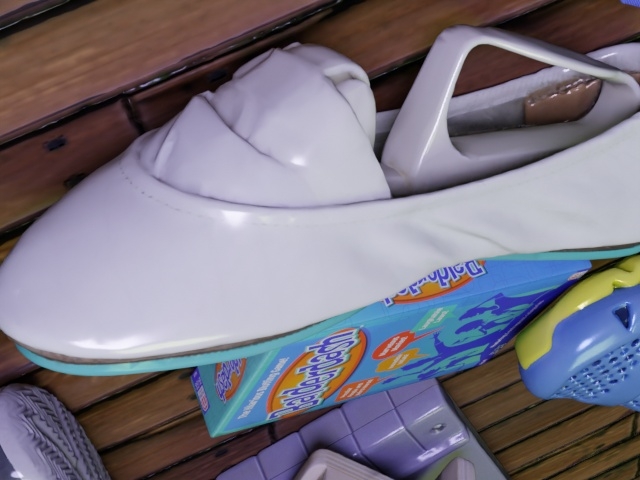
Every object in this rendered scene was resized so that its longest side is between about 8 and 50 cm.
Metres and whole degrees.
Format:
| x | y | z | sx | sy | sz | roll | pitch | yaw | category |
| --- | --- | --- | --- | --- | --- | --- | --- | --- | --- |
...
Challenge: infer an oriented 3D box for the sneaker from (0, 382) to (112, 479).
| x | y | z | sx | sy | sz | roll | pitch | yaw | category |
| --- | --- | --- | --- | --- | --- | --- | --- | --- | --- |
| -0.205 | 0.212 | 0.750 | 0.180 | 0.124 | 0.321 | -23 | 147 | -9 | sneaker |

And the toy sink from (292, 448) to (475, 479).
| x | y | z | sx | sy | sz | roll | pitch | yaw | category |
| --- | --- | --- | --- | --- | --- | --- | --- | --- | --- |
| 0.016 | 0.250 | 0.840 | 0.131 | 0.234 | 0.152 | 27 | 122 | -10 | toy sink |

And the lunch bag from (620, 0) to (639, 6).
| x | y | z | sx | sy | sz | roll | pitch | yaw | category |
| --- | --- | --- | --- | --- | --- | --- | --- | --- | --- |
| 0.226 | -0.169 | 0.574 | 0.151 | 0.096 | 0.128 | -4 | 145 | -9 | lunch bag |

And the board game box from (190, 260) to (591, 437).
| x | y | z | sx | sy | sz | roll | pitch | yaw | category |
| --- | --- | --- | --- | --- | --- | --- | --- | --- | --- |
| 0.039 | 0.052 | 0.743 | 0.210 | 0.047 | 0.160 | -11 | 157 | -24 | board game box |

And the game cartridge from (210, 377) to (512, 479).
| x | y | z | sx | sy | sz | roll | pitch | yaw | category |
| --- | --- | --- | --- | --- | --- | --- | --- | --- | --- |
| 0.047 | 0.238 | 1.028 | 0.230 | 0.068 | 0.355 | -34 | 147 | 3 | game cartridge |

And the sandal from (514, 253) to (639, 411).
| x | y | z | sx | sy | sz | roll | pitch | yaw | category |
| --- | --- | --- | --- | --- | --- | --- | --- | --- | --- |
| 0.274 | 0.082 | 0.784 | 0.317 | 0.138 | 0.126 | 0 | 153 | -24 | sandal |

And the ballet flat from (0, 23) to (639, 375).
| x | y | z | sx | sy | sz | roll | pitch | yaw | category |
| --- | --- | --- | --- | --- | --- | --- | --- | --- | --- |
| 0.031 | -0.042 | 0.593 | 0.400 | 0.139 | 0.139 | -10 | 143 | -32 | ballet flat |
